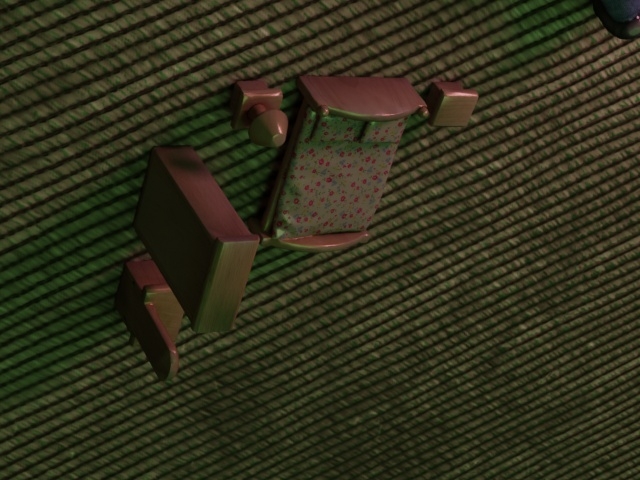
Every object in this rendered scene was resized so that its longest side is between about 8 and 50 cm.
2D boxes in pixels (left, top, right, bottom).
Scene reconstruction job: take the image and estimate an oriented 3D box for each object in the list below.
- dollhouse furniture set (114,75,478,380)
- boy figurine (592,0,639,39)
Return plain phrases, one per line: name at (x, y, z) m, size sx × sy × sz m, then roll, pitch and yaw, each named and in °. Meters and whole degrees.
dollhouse furniture set at (0.000, 0.000, 1.892) m, size 0.356 × 0.174 × 0.303 m, roll -3°, pitch 129°, yaw -30°
boy figurine at (0.304, -0.334, 1.847) m, size 0.177 × 0.092 × 0.285 m, roll -32°, pitch 137°, yaw -4°
